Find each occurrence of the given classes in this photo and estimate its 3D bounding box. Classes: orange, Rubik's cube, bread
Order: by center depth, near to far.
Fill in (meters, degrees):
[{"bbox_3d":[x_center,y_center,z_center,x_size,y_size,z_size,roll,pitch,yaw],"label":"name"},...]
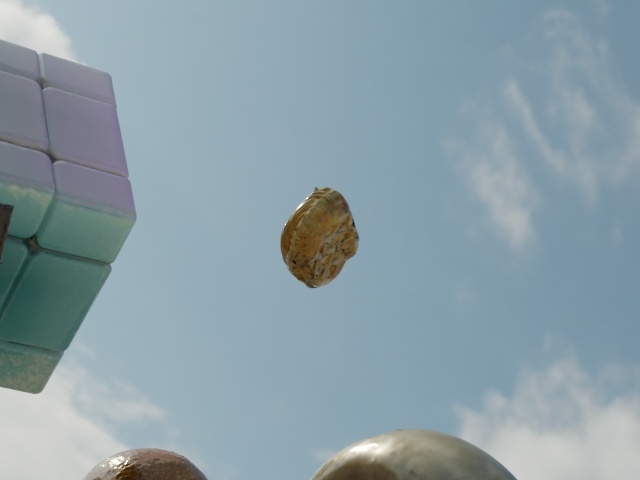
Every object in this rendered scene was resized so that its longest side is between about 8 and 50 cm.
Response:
[{"bbox_3d":[0.000,0.000,1.257,0.044,0.083,0.110,31,-15,22],"label":"bread"},{"bbox_3d":[-0.442,-0.047,1.657,0.316,0.319,0.322,16,-55,-29],"label":"Rubik's cube"},{"bbox_3d":[-0.222,0.362,1.719,0.206,0.206,0.206,23,-33,16],"label":"orange"}]

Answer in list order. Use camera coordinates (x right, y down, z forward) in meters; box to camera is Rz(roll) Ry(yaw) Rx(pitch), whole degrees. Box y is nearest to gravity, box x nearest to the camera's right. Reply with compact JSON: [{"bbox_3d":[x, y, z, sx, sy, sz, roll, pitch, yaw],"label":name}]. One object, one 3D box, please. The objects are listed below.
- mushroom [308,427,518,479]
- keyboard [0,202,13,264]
[{"bbox_3d":[0.034,0.219,0.820,0.215,0.207,0.207,4,-15,-35],"label":"mushroom"},{"bbox_3d":[-0.366,0.079,1.334,0.017,0.250,0.087,26,15,39],"label":"keyboard"}]
